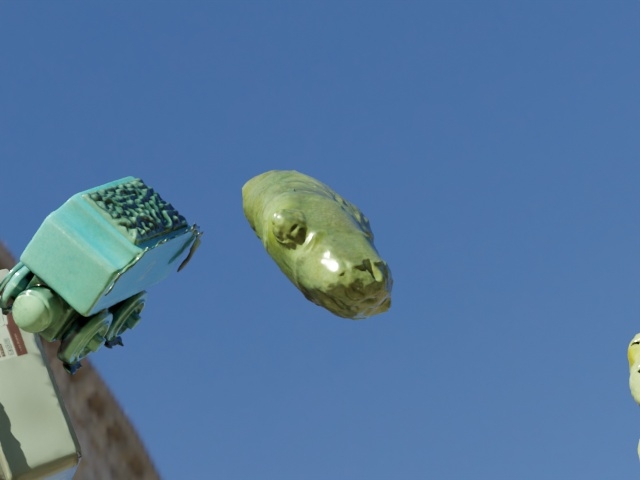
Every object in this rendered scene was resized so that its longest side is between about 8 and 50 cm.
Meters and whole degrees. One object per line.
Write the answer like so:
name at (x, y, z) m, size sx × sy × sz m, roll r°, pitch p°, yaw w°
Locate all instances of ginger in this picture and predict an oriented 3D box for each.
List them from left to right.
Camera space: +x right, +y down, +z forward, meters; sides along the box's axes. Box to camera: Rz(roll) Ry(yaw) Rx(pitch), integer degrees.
ginger at (0.000, -0.002, 1.450) m, size 0.089 × 0.290 × 0.137 m, roll -36°, pitch -83°, yaw -2°

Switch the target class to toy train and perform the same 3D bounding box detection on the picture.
toy train at (-0.215, 0.025, 1.625) m, size 0.112 × 0.203 × 0.163 m, roll 39°, pitch -69°, yaw 7°

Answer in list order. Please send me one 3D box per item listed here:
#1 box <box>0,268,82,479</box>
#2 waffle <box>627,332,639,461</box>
box at (-0.405, 0.191, 1.966) m, size 0.166 × 0.290 × 0.220 m, roll -17°, pitch -16°, yaw -22°
waffle at (0.280, 0.129, 0.761) m, size 0.317 × 0.297 × 0.073 m, roll 23°, pitch -63°, yaw 3°
